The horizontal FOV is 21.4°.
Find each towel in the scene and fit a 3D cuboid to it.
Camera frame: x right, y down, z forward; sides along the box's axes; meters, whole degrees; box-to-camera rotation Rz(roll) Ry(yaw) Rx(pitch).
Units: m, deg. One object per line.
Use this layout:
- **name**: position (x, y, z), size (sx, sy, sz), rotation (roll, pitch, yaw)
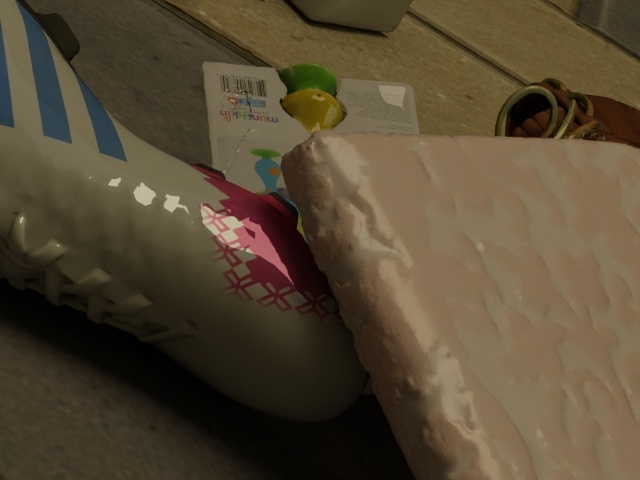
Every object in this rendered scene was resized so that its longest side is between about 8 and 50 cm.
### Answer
- **towel**: position (0.151, 0.093, 0.858), size (0.317, 0.053, 0.331), rotation (-2, 60, -48)

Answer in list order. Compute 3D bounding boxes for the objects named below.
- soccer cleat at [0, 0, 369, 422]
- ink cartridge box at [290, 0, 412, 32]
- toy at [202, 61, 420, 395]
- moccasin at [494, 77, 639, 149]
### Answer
- **soccer cleat**: position (-0.128, -0.007, 0.844), size (0.331, 0.116, 0.143), rotation (41, 47, 14)
- **ink cartridge box**: position (-0.027, -0.370, 1.496), size (0.119, 0.207, 0.353), rotation (-2, 42, -50)
- **toy**: position (0.000, 0.000, 0.992), size (0.137, 0.056, 0.237), rotation (5, 53, -16)
- **moccasin**: position (0.174, -0.033, 1.193), size (0.147, 0.139, 0.380), rotation (24, 27, -3)
